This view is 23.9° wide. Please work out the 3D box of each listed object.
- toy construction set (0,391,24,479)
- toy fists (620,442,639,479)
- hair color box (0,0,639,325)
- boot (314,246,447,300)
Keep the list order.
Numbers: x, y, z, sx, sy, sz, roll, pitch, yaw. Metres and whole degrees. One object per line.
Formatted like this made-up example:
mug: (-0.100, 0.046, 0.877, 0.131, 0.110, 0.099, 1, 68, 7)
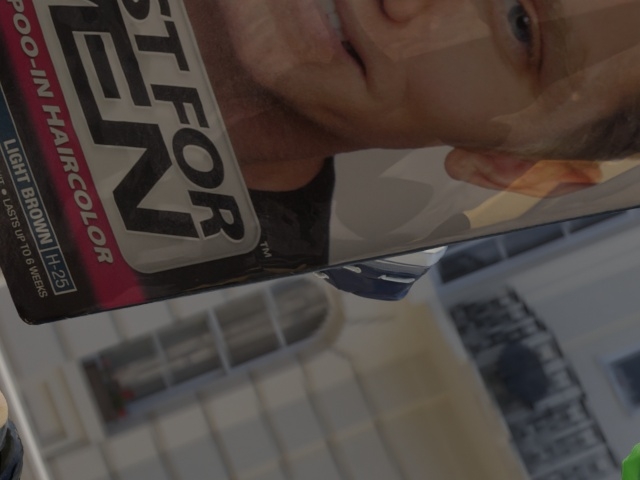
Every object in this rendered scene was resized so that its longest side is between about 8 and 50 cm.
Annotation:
toy construction set: (-0.240, 0.115, 0.490, 0.309, 0.237, 0.257, 106, -5, -61)
toy fists: (0.270, 0.137, 0.866, 0.142, 0.279, 0.096, 90, -25, -50)
hair color box: (0.023, -0.088, 0.508, 0.347, 0.105, 0.174, -12, -80, 34)
boot: (0.000, 0.000, 1.201, 0.086, 0.190, 0.069, 123, -21, -48)
